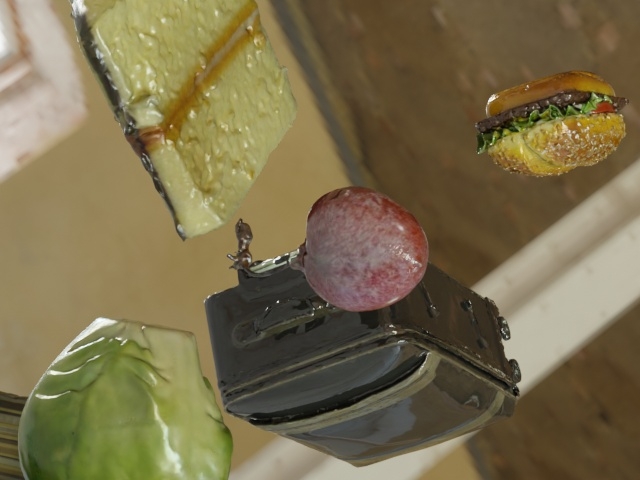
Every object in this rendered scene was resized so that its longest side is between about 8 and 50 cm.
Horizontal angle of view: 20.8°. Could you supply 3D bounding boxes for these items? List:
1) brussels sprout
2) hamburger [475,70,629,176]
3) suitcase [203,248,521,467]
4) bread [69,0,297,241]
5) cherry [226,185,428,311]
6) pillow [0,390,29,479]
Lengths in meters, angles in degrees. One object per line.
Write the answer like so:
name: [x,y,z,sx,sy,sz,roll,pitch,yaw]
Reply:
brussels sprout: [-0.149,0.147,1.309,0.161,0.144,0.180,-7,-99,48]
hamburger: [0.232,-0.109,1.743,0.166,0.137,0.087,-2,77,-57]
suitcase: [0.055,0.144,2.114,0.434,0.283,0.194,33,40,-57]
bread: [-0.179,-0.152,1.701,0.198,0.236,0.263,-10,-55,25]
cherry: [0.000,0.000,1.495,0.225,0.090,0.107,11,-59,38]
pillow: [-0.371,0.265,1.996,0.113,0.203,0.038,11,-31,0]
